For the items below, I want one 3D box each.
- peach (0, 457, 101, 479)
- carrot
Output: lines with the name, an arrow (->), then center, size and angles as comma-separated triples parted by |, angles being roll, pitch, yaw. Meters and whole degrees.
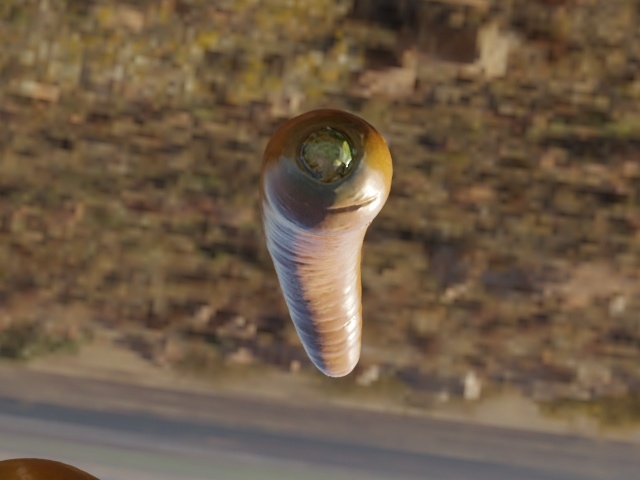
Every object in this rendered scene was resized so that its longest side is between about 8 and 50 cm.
peach -> -0.111, 0.146, 0.669 | 0.138, 0.138, 0.138 | 7, 170, 1
carrot -> 0.000, 0.000, 0.973 | 0.066, 0.062, 0.271 | 21, 160, 5
